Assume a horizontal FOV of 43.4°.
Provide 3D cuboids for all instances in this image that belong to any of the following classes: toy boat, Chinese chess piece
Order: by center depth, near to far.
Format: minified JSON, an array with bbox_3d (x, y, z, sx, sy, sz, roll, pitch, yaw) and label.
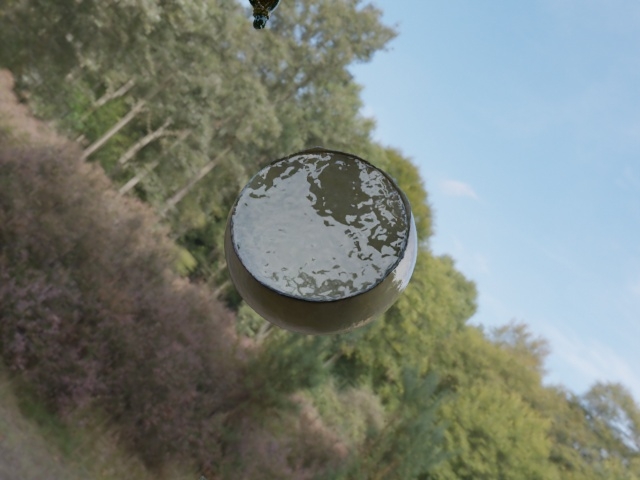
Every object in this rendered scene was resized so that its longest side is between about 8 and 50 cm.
[{"bbox_3d":[0.000,0.000,1.406,0.338,0.338,0.140,46,-20,25],"label":"Chinese chess piece"},{"bbox_3d":[-0.108,-0.544,1.629,0.089,0.230,0.088,6,14,-2],"label":"toy boat"}]

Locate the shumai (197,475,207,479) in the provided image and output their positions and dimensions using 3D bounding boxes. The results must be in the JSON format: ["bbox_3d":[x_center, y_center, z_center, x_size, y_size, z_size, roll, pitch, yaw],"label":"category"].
[{"bbox_3d":[-0.187,0.364,1.062,0.145,0.116,0.145,43,-23,23],"label":"shumai"}]
